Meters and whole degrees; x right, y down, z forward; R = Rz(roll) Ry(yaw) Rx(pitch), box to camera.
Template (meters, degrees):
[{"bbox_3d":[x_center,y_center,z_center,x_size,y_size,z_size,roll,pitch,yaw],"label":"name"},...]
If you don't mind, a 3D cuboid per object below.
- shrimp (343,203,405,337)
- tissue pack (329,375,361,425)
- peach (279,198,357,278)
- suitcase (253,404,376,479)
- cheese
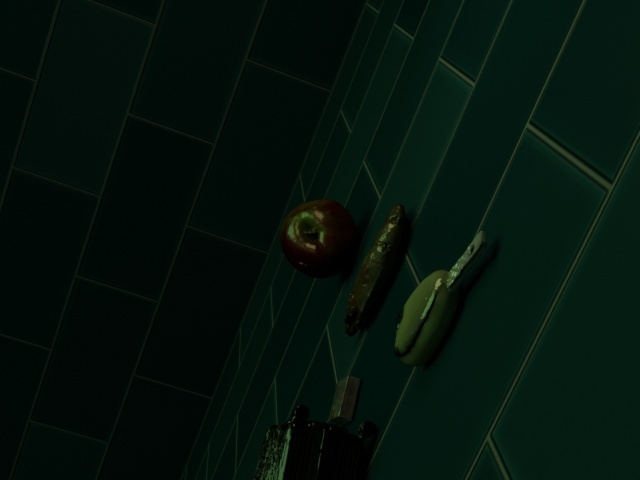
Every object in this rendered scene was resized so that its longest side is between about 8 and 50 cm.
[{"bbox_3d":[0.105,0.063,1.777,0.154,0.062,0.294,-63,-2,-73],"label":"shrimp"},{"bbox_3d":[0.045,0.301,1.706,0.063,0.035,0.083,131,156,-63],"label":"tissue pack"},{"bbox_3d":[0.000,0.000,2.106,0.197,0.197,0.197,-161,90,-80],"label":"peach"},{"bbox_3d":[-0.035,0.472,1.529,0.229,0.152,0.335,128,156,-64],"label":"suitcase"},{"bbox_3d":[0.183,0.077,1.347,0.127,0.054,0.252,-81,15,-46],"label":"cheese"}]
